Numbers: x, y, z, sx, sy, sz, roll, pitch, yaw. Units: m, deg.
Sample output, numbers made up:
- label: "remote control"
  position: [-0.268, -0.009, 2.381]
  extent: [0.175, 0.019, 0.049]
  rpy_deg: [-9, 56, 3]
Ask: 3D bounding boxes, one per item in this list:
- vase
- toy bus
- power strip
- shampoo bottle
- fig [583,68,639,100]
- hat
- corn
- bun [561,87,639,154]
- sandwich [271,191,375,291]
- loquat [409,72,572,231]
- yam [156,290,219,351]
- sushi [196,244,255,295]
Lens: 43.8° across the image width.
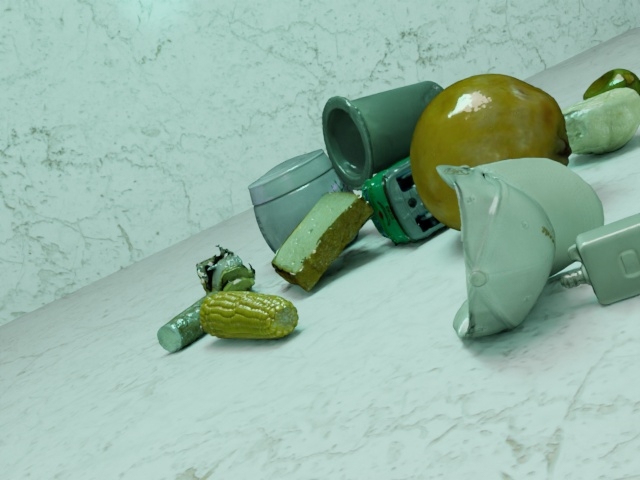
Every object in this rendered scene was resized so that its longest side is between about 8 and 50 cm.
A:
- label: "vase"
  position: [0.183, -0.278, 2.017]
  extent: [0.291, 0.245, 0.245]
  rpy_deg: [-19, 8, -23]
- label: "toy bus"
  position: [0.263, -0.131, 1.892]
  extent: [0.343, 0.183, 0.199]
  rpy_deg: [-28, 8, -23]
- label: "power strip"
  position: [0.480, -0.004, 1.050]
  extent: [0.338, 0.098, 0.058]
  rpy_deg: [-21, 14, 17]
- label: "shampoo bottle"
  position: [-0.042, -0.090, 2.136]
  extent: [0.273, 0.266, 0.273]
  rpy_deg: [-24, 12, 5]
- label: "fig"
  position: [0.758, -0.370, 2.046]
  extent: [0.144, 0.154, 0.166]
  rpy_deg: [-41, -26, -24]
- label: "hat"
  position: [0.301, 0.008, 1.143]
  extent: [0.301, 0.258, 0.168]
  rpy_deg: [-16, 19, -22]
- label: "corn"
  position: [-0.153, 0.153, 1.647]
  extent: [0.106, 0.106, 0.305]
  rpy_deg: [-32, 14, -34]
- label: "bun"
  position: [0.642, -0.267, 1.858]
  extent: [0.220, 0.134, 0.220]
  rpy_deg: [-22, 6, 3]
- label: "sandwich"
  position: [0.001, 0.001, 1.889]
  extent: [0.251, 0.087, 0.226]
  rpy_deg: [-50, 21, -10]
- label: "loquat"
  position: [0.335, -0.170, 1.593]
  extent: [0.328, 0.328, 0.328]
  rpy_deg: [-23, 11, 5]
- label: "yam"
  position: [-0.294, 0.188, 1.855]
  extent: [0.078, 0.078, 0.179]
  rpy_deg: [-12, 16, 48]
- label: "sushi"
  position: [-0.266, 0.096, 2.108]
  extent: [0.139, 0.131, 0.291]
  rpy_deg: [-26, 19, -17]
